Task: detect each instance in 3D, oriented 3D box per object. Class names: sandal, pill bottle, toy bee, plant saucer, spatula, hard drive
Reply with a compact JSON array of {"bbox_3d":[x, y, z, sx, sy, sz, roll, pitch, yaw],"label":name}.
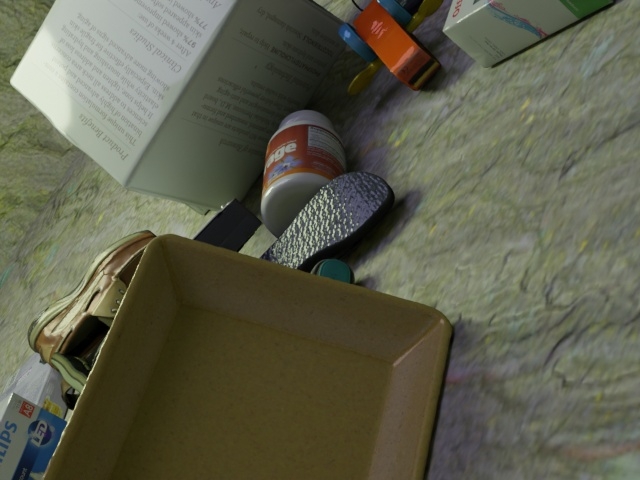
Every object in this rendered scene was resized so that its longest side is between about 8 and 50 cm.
[{"bbox_3d":[-0.398,0.257,1.692,0.303,0.120,0.086,19,88,65],"label":"sandal"},{"bbox_3d":[-0.022,-0.099,1.451,0.121,0.121,0.216,-42,26,26],"label":"pill bottle"},{"bbox_3d":[-0.001,0.000,1.334,0.254,0.054,0.097,-40,51,22],"label":"sandal"},{"bbox_3d":[0.111,-0.322,1.511,0.195,0.162,0.298,-29,57,28],"label":"toy bee"},{"bbox_3d":[-0.062,0.179,0.982,0.081,0.333,0.333,104,-177,-53],"label":"plant saucer"},{"bbox_3d":[0.211,-0.414,1.556,0.296,0.030,0.084,-24,36,50],"label":"spatula"},{"bbox_3d":[-0.223,0.085,1.474,0.237,0.064,0.339,-49,3,-26],"label":"hard drive"}]

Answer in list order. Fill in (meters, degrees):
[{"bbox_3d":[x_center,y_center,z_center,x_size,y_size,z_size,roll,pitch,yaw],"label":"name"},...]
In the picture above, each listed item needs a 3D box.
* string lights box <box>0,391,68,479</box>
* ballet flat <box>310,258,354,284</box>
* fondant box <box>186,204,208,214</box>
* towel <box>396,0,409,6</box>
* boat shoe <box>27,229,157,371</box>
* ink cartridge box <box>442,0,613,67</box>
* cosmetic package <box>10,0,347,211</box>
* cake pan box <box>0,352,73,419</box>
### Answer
[{"bbox_3d":[-0.319,0.319,1.265,0.077,0.260,0.133,-34,31,39],"label":"string lights box"},{"bbox_3d":[0.002,0.115,1.204,0.068,0.072,0.213,110,175,-47],"label":"ballet flat"},{"bbox_3d":[-0.165,-0.238,1.945,0.330,0.096,0.238,-46,25,16],"label":"fondant box"},{"bbox_3d":[0.122,-0.440,1.768,0.113,0.023,0.152,-33,31,39],"label":"towel"},{"bbox_3d":[-0.410,0.125,1.912,0.324,0.122,0.120,-45,56,-1],"label":"boat shoe"},{"bbox_3d":[0.270,-0.332,1.256,0.212,0.093,0.154,-24,38,52],"label":"ink cartridge box"},{"bbox_3d":[-0.230,-0.310,1.673,0.329,0.327,0.393,41,103,25],"label":"cosmetic package"},{"bbox_3d":[-0.584,0.329,1.997,0.267,0.070,0.245,-39,25,31],"label":"cake pan box"}]
